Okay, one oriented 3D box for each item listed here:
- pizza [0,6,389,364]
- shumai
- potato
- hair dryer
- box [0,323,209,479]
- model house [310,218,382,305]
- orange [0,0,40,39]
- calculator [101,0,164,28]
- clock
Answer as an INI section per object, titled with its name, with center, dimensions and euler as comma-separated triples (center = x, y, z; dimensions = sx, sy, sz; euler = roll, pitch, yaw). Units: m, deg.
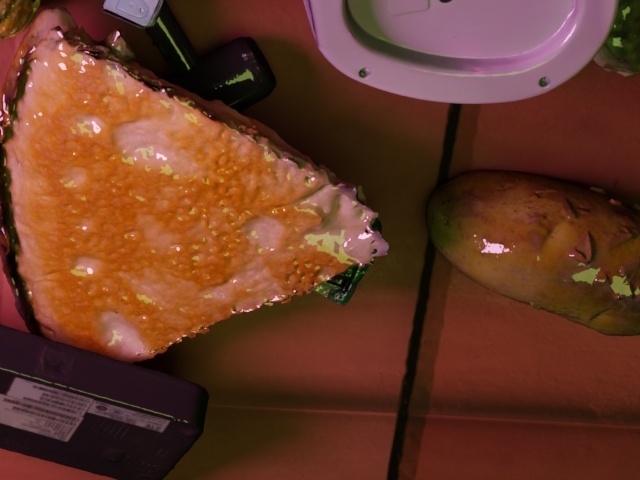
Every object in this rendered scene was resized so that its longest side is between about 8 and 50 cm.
[pizza]
center = -0.200, -0.060, 1.724
dimensions = 0.435, 0.080, 0.392
euler = -25, 118, 23
[shumai]
center = 0.320, -0.260, 1.729
dimensions = 0.184, 0.142, 0.184
euler = -28, 134, -34
[potato]
center = 0.256, 0.004, 1.824
dimensions = 0.298, 0.176, 0.141
euler = 23, 107, 9
[hair dryer]
center = -0.150, -0.232, 1.720
dimensions = 0.114, 0.070, 0.248
euler = -27, 107, 8
[box]
center = -0.312, 0.173, 1.837
dimensions = 0.350, 0.058, 0.211
euler = 17, 147, -14
[model house]
center = 0.000, 0.000, 1.827
dimensions = 0.100, 0.088, 0.101
euler = 24, 108, -18
[orange]
center = -0.346, -0.255, 1.627
dimensions = 0.134, 0.156, 0.156
euler = -35, 115, 21
[calculator]
center = -0.160, -0.295, 1.669
dimensions = 0.057, 0.018, 0.172
euler = 22, 91, -12
[clock]
center = 0.133, -0.279, 1.523
dimensions = 0.338, 0.102, 0.339
euler = -3, 127, -4
